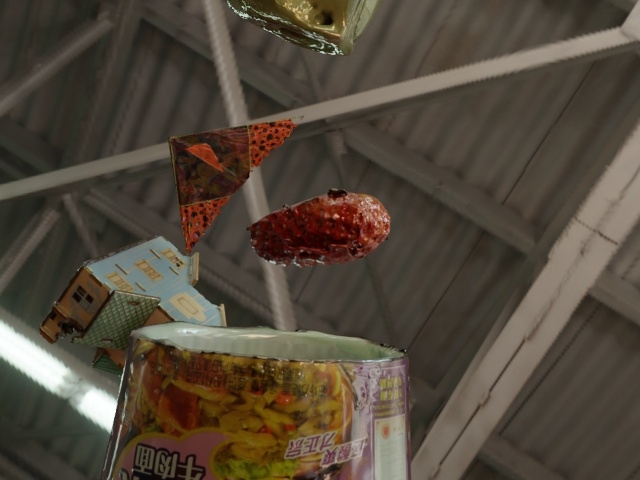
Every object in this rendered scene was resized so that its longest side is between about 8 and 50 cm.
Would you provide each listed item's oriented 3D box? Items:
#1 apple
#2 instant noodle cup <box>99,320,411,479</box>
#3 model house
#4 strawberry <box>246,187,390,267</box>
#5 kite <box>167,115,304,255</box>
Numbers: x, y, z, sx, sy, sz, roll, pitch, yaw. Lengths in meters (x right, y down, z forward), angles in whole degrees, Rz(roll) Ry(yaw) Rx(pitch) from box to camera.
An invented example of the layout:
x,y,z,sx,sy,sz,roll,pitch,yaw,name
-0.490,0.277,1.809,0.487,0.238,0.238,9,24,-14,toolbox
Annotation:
x,y,z,sx,sy,sz,roll,pitch,yaw,name
-0.011,-0.267,0.933,0.174,0.207,0.188,26,-92,24,apple
-0.050,0.217,0.954,0.340,0.340,0.266,6,-90,11,instant noodle cup
-0.246,0.127,1.539,0.206,0.271,0.178,39,-72,7,model house
0.000,0.000,1.322,0.188,0.121,0.082,-16,-115,25,strawberry
-0.131,-0.089,1.240,0.125,0.008,0.222,33,-77,-36,kite
